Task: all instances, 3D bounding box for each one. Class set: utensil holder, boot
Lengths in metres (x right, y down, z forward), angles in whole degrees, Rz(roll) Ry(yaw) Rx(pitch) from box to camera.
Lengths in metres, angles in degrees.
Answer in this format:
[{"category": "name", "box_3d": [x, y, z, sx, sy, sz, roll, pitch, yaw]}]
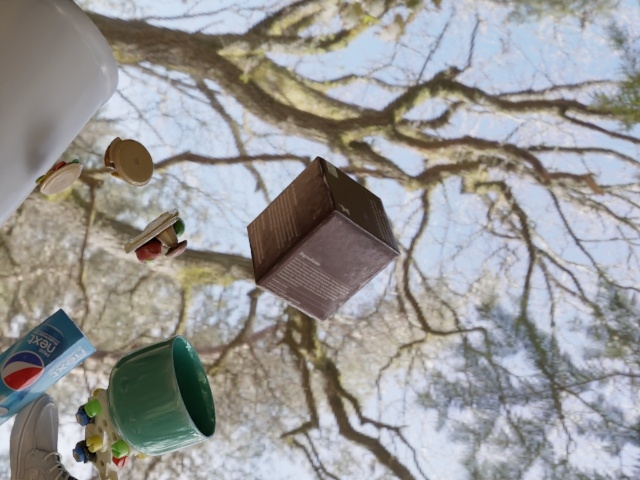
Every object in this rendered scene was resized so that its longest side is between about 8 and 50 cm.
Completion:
[{"category": "utensil holder", "box_3d": [-0.592, -0.233, 1.477, 0.327, 0.327, 0.385, -13, -138, 48]}, {"category": "boot", "box_3d": [-0.414, 0.367, 1.314, 0.123, 0.095, 0.258, -2, -103, 20]}]

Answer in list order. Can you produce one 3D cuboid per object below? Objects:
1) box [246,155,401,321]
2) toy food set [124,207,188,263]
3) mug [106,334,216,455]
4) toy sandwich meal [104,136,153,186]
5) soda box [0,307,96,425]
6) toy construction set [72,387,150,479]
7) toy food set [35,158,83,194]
[{"category": "box", "box_3d": [0.000, 0.000, 1.492, 0.203, 0.167, 0.168, -42, -146, 22]}, {"category": "toy food set", "box_3d": [-0.308, 0.004, 1.629, 0.128, 0.071, 0.218, -36, -167, -4]}, {"category": "mug", "box_3d": [-0.189, 0.199, 1.010, 0.097, 0.157, 0.129, -19, -154, 5]}, {"category": "toy sandwich meal", "box_3d": [-0.297, -0.120, 1.311, 0.029, 0.085, 0.085, -15, -111, 37]}, {"category": "soda box", "box_3d": [-0.459, 0.204, 1.309, 0.210, 0.071, 0.067, -40, -111, -16]}, {"category": "toy construction set", "box_3d": [-0.396, 0.413, 1.647, 0.215, 0.151, 0.327, 34, -69, 30]}, {"category": "toy food set", "box_3d": [-0.438, -0.108, 1.425, 0.083, 0.082, 0.020, -38, -97, -5]}]
